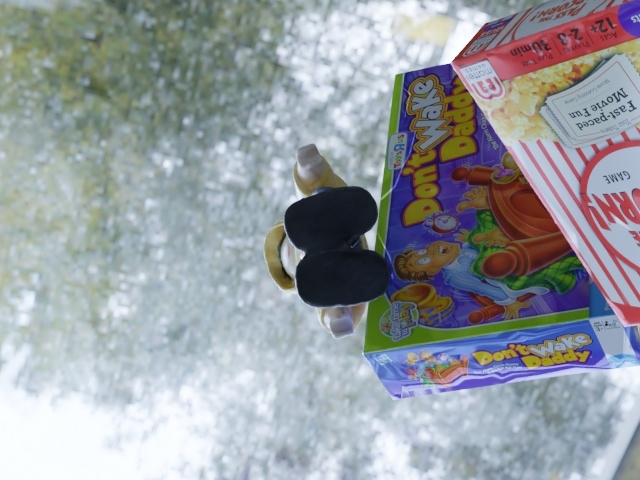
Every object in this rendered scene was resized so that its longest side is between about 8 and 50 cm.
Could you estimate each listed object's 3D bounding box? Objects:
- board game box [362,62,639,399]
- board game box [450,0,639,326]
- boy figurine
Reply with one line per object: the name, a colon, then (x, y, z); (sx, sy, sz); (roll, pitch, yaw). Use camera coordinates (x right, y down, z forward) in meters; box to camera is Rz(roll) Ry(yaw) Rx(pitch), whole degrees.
board game box: (0.175, -0.031, 1.382); (0.233, 0.078, 0.347); (-11, -133, 21)
board game box: (0.180, -0.047, 0.798); (0.193, 0.147, 0.045); (54, -127, -17)
boy figurine: (0.000, 0.000, 1.380); (0.092, 0.177, 0.285); (-11, -178, -8)
